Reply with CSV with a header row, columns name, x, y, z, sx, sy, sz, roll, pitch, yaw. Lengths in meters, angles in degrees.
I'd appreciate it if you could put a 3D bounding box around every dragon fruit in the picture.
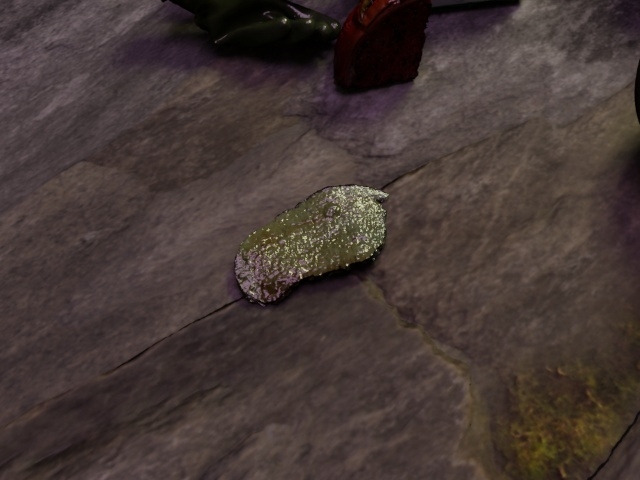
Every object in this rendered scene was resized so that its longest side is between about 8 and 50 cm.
name,x,y,z,sx,sy,sz,roll,pitch,yaw
dragon fruit,0.075,-0.291,1.034,0.127,0.161,0.120,-8,54,-15

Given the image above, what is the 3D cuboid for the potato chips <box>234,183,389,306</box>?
name,x,y,z,sx,sy,sz,roll,pitch,yaw
potato chips,0.000,0.000,0.901,0.142,0.026,0.209,24,57,24

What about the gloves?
name,x,y,z,sx,sy,sz,roll,pitch,yaw
gloves,-0.101,-0.326,1.095,0.268,0.107,0.135,21,89,5

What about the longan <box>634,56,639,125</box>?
name,x,y,z,sx,sy,sz,roll,pitch,yaw
longan,0.477,-0.163,0.860,0.258,0.258,0.258,-2,53,3

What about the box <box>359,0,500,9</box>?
name,x,y,z,sx,sy,sz,roll,pitch,yaw
box,0.170,-0.419,1.103,0.250,0.180,0.103,-7,50,0
